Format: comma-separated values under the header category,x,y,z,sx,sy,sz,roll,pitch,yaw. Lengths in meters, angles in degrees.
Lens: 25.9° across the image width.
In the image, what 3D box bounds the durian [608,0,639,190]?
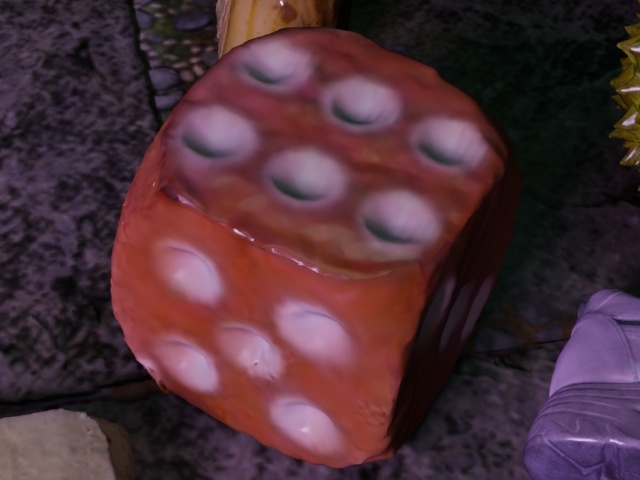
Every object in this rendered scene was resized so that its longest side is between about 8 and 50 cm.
category,x,y,z,sx,sy,sz,roll,pitch,yaw
durian,0.308,-0.094,0.868,0.291,0.224,0.291,4,83,-30

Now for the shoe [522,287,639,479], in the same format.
category,x,y,z,sx,sy,sz,roll,pitch,yaw
shoe,0.240,0.091,0.759,0.245,0.095,0.138,5,47,14

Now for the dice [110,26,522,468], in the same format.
category,x,y,z,sx,sy,sz,roll,pitch,yaw
dice,0.000,0.000,0.762,0.175,0.179,0.174,24,49,17

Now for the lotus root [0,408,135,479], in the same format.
category,x,y,z,sx,sy,sz,roll,pitch,yaw
lotus root,-0.149,0.150,0.673,0.143,0.070,0.144,-11,51,-17

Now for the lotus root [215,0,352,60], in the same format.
category,x,y,z,sx,sy,sz,roll,pitch,yaw
lotus root,-0.024,-0.179,0.972,0.095,0.135,0.159,-1,61,-11
